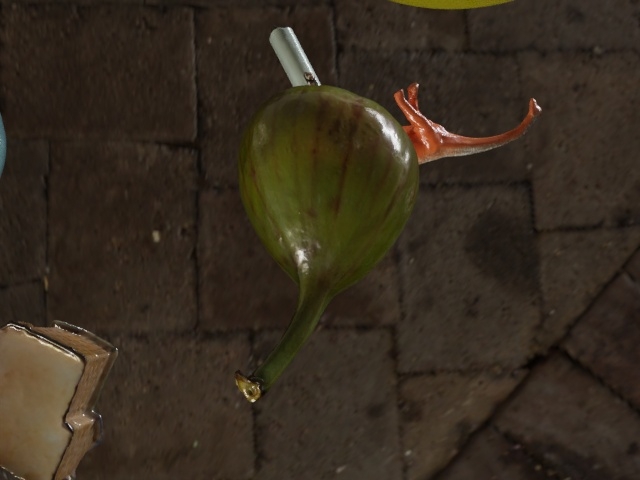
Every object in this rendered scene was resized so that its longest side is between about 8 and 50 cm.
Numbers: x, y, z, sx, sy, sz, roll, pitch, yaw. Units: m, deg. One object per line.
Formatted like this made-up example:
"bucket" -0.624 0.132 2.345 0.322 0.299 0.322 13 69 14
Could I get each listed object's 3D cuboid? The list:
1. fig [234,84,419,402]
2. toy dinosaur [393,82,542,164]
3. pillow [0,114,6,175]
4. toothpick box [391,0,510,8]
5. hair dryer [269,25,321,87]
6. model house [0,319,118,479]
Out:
"fig" 0.000 0.000 1.115 0.151 0.151 0.259 11 59 -5
"toy dinosaur" 0.109 -0.122 1.539 0.279 0.055 0.101 -22 99 -4
"pillow" -0.435 -0.128 1.596 0.086 0.233 0.214 -6 50 11
"toothpick box" 0.043 -0.202 0.445 0.175 0.271 0.175 -2 61 3
"hair dryer" -0.018 -0.186 1.851 0.073 0.131 0.236 -18 66 -27
"model house" -0.353 0.200 1.802 0.166 0.172 0.183 25 94 12
